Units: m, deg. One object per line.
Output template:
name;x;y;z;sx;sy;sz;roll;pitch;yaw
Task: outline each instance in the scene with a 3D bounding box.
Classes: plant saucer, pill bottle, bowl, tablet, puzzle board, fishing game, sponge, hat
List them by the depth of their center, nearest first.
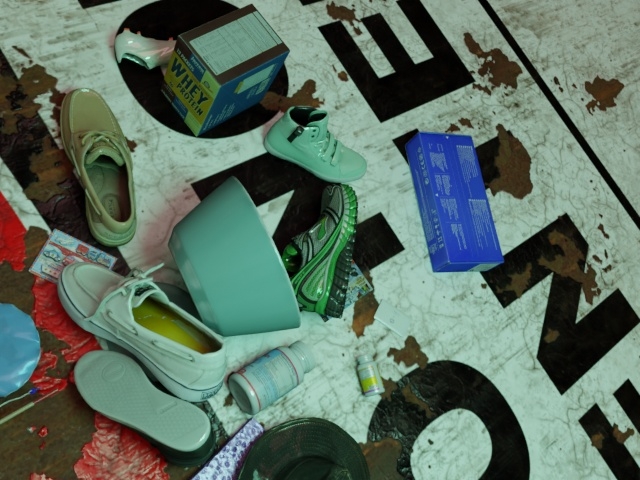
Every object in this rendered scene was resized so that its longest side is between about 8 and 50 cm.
fishing game;-0.571;0.190;1.115;0.189;0.041;0.264;-31;75;-32
hat;-0.004;0.482;1.173;0.331;0.134;0.331;9;72;-27
sponge;-0.157;0.435;1.204;0.117;0.031;0.210;49;58;1
bowl;-0.174;0.055;1.233;0.163;0.311;0.311;-25;80;-12
puzzle board;-0.462;0.045;1.244;0.128;0.011;0.096;27;59;-12
plant saucer;-0.302;0.165;1.251;0.195;0.037;0.195;10;64;-22
pill bottle;-0.090;0.259;1.279;0.160;0.087;0.087;-28;82;-32
pill bottle;0.103;0.281;1.385;0.043;0.043;0.083;-7;71;-27
tablet;0.162;0.173;1.482;0.083;0.006;0.054;35;58;-7

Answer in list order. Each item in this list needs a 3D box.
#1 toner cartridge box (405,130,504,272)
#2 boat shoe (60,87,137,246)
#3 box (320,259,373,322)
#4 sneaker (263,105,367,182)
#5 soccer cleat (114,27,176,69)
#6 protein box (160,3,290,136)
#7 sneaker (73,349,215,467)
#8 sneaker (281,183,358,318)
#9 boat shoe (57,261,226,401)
toner cartridge box;0.327;-0.096;1.636;0.165;0.075;0.348;1;68;-26
boat shoe;-0.421;-0.162;1.294;0.121;0.110;0.341;-13;75;-29
box;0.037;0.104;1.441;0.137;0.027;0.094;-30;84;-32
sneaker;0.015;-0.217;1.499;0.256;0.151;0.094;17;61;-19
soccer cleat;-0.355;-0.411;1.468;0.196;0.068;0.076;4;82;-22
protein box;-0.208;-0.364;1.429;0.201;0.200;0.136;-37;86;-32
sneaker;-0.305;0.303;1.159;0.296;0.147;0.104;24;57;23
sneaker;0.000;0.000;1.397;0.146;0.134;0.343;10;46;2
boat shoe;-0.303;0.111;1.125;0.367;0.156;0.136;35;36;21
